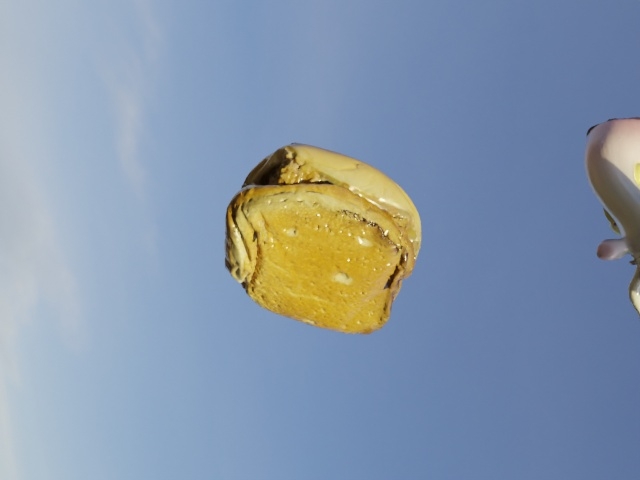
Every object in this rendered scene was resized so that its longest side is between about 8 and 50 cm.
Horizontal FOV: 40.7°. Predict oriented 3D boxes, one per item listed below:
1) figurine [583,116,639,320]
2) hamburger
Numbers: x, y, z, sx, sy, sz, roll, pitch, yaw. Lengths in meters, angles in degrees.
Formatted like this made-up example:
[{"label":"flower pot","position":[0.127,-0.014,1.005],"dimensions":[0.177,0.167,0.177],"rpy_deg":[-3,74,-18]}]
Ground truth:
[{"label":"figurine","position":[0.528,-0.011,1.287],"dimensions":[0.206,0.284,0.316],"rpy_deg":[-29,-149,38]},{"label":"hamburger","position":[0.003,0.005,1.311],"dimensions":[0.304,0.284,0.174],"rpy_deg":[106,6,-58]}]
